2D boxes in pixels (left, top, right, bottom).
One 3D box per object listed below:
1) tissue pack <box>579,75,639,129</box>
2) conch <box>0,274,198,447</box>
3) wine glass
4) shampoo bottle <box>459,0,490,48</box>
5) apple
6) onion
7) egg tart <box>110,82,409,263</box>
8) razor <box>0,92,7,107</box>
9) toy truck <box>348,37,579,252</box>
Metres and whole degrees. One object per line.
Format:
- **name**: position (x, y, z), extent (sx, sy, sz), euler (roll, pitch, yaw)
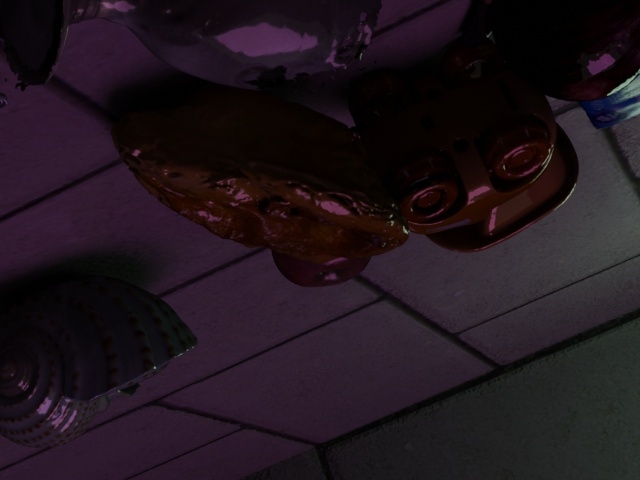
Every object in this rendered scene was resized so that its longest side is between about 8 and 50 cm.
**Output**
- **tissue pack**: position (0.383, -0.263, 1.799), extent (0.198, 0.146, 0.263), euler (-23, 162, 16)
- **conch**: position (-0.344, 0.156, 2.117), extent (0.303, 0.215, 0.319), euler (-27, -176, 20)
- **wine glass**: position (-0.115, -0.230, 1.350), extent (0.357, 0.190, 0.190), euler (-2, 154, -31)
- **shampoo bottle**: position (0.204, -0.278, 1.758), extent (0.048, 0.027, 0.137), euler (-15, 160, -21)
- **apple**: position (0.000, 0.000, 2.167), extent (0.153, 0.120, 0.153), euler (-13, 161, -4)
- **onion**: position (0.274, -0.266, 1.505), extent (0.281, 0.281, 0.221), euler (-30, 138, 25)
- **egg tart**: position (-0.060, -0.077, 1.741), extent (0.351, 0.153, 0.339), euler (13, 167, 20)
- **razor**: position (-0.385, -0.113, 1.602), extent (0.068, 0.037, 0.191), euler (-1, 151, -34)
- **toy truck**: position (0.182, -0.118, 1.868), extent (0.288, 0.204, 0.212), euler (-24, 147, 0)
